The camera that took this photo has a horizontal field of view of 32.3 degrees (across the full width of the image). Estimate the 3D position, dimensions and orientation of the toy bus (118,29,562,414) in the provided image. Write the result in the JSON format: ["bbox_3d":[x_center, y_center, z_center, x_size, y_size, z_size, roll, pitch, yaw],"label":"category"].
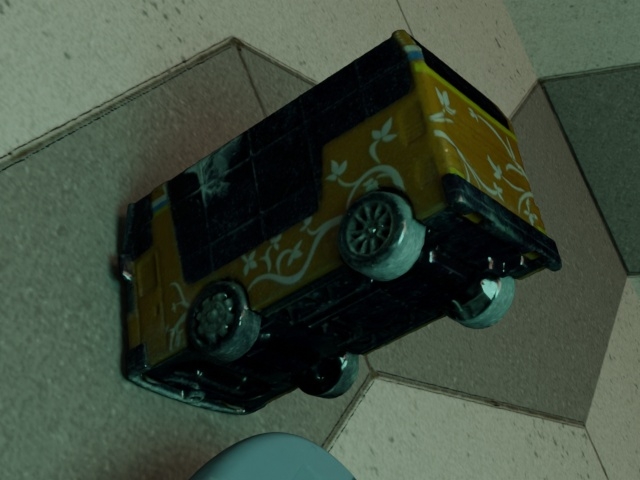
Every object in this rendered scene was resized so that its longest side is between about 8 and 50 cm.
[{"bbox_3d":[0.000,0.000,0.875,0.162,0.323,0.194,27,44,-46],"label":"toy bus"}]

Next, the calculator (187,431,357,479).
[{"bbox_3d":[-0.022,0.222,0.693,0.188,0.042,0.303,51,20,-2],"label":"calculator"}]
